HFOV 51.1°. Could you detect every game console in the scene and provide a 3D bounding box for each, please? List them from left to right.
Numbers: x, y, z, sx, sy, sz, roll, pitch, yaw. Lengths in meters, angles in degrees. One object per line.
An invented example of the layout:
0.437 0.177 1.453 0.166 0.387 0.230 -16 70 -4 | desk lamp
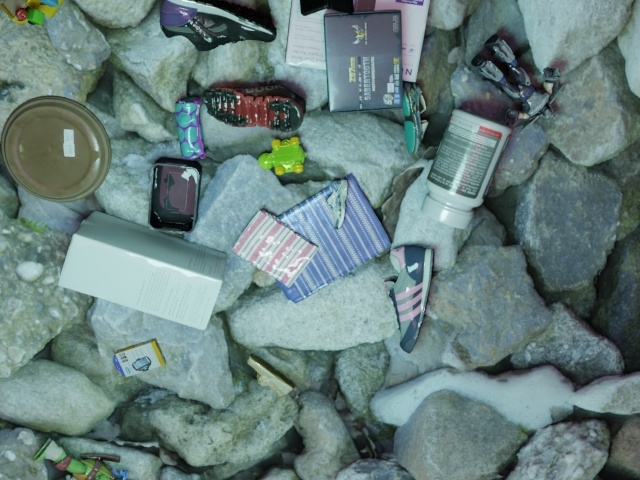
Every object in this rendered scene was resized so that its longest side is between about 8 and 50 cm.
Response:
0.011 -0.576 1.551 0.107 0.071 0.122 -11 76 26 | game console

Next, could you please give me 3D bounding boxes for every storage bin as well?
-0.380 -0.118 1.754 0.122 0.084 0.180 6 109 -7 | storage bin

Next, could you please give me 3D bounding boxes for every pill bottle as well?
0.372 -0.186 1.749 0.161 0.161 0.283 17 106 -10 | pill bottle

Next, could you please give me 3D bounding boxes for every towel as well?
-0.122 0.024 1.816 0.197 0.029 0.144 34 101 -12 | towel
0.000 0.000 1.854 0.336 0.040 0.243 -30 106 4 | towel

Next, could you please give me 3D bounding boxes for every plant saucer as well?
-0.680 -0.228 1.718 0.277 0.041 0.278 -1 108 -4 | plant saucer

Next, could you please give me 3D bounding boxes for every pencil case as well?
-0.330 -0.286 1.710 0.070 0.064 0.152 8 113 30 | pencil case

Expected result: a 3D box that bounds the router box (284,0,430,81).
0.094 -0.563 1.642 0.335 0.082 0.301 5 108 -6 | router box

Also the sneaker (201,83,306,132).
-0.158 -0.342 1.692 0.276 0.135 0.098 11 122 16 | sneaker

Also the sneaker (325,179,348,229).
0.041 -0.097 1.791 0.058 0.052 0.135 6 97 5 | sneaker

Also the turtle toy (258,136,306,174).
-0.100 -0.215 1.751 0.130 0.066 0.095 -7 86 1 | turtle toy

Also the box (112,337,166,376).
-0.523 0.339 1.927 0.136 0.028 0.081 -17 109 4 | box

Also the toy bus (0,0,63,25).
-0.660 -0.571 1.571 0.202 0.104 0.191 -4 79 29 | toy bus

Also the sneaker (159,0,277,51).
-0.250 -0.516 1.637 0.283 0.107 0.124 17 121 -6 | sneaker

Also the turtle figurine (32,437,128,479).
-0.732 0.717 1.949 0.266 0.198 0.275 43 97 -12 | turtle figurine

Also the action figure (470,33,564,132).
0.515 -0.394 1.726 0.285 0.099 0.185 37 93 -19 | action figure

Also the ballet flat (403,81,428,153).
0.250 -0.322 1.748 0.070 0.070 0.189 -11 112 -1 | ballet flat

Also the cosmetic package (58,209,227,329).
-0.450 0.073 1.746 0.384 0.217 0.156 18 106 -8 | cosmetic package

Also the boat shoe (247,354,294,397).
-0.155 0.401 1.956 0.170 0.063 0.059 41 95 -16 | boat shoe

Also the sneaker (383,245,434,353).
0.238 0.162 1.898 0.131 0.112 0.319 11 105 10 | sneaker

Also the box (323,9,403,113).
0.104 -0.429 1.612 0.183 0.059 0.233 -4 108 -2 | box
